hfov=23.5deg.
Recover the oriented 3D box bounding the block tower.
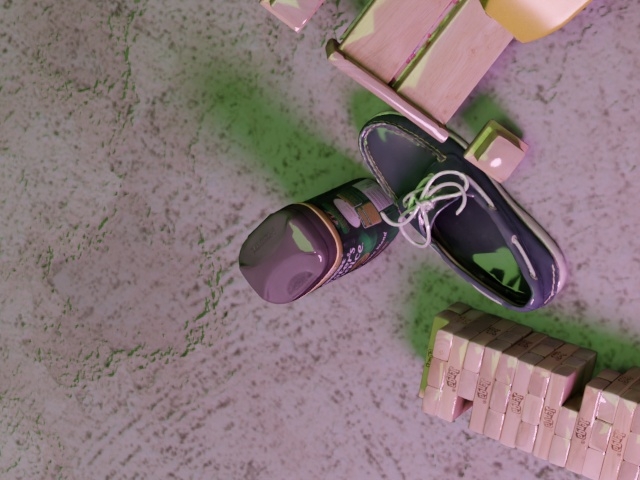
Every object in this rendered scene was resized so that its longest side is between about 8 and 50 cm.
[{"bbox_3d":[0.254,0.163,1.452,0.336,0.091,0.097,18,111,24],"label":"block tower"}]

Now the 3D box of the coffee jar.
[{"bbox_3d":[0.000,0.000,1.494,0.096,0.184,0.079,-44,80,29],"label":"coffee jar"}]

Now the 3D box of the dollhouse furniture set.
[{"bbox_3d":[0.119,-0.287,1.447,0.355,0.174,0.303,36,103,-15],"label":"dollhouse furniture set"}]

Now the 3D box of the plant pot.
[{"bbox_3d":[0.184,-0.222,1.343,0.081,0.081,0.083,38,107,-16],"label":"plant pot"}]

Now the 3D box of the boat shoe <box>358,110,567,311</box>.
[{"bbox_3d":[0.125,-0.027,1.481,0.254,0.079,0.095,48,119,10],"label":"boat shoe"}]
